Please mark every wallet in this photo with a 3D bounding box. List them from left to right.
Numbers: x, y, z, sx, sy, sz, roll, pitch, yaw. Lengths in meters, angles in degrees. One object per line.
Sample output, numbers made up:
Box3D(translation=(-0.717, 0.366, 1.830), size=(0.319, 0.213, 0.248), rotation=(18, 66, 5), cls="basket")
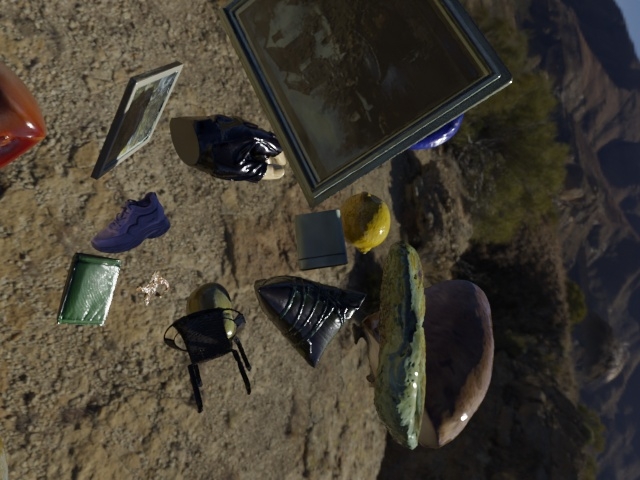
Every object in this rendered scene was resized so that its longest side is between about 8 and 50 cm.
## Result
Box3D(translation=(-0.773, 0.166, 1.600), size=(0.160, 0.055, 0.236), rotation=(15, 92, -45), cls="wallet")

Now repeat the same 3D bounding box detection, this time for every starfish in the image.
Box3D(translation=(-0.664, 0.182, 1.873), size=(0.209, 0.053, 0.150), rotation=(10, 99, -80), cls="starfish")

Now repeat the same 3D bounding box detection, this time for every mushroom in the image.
Box3D(translation=(0.327, 0.272, 1.185), size=(0.397, 0.313, 0.225), rotation=(-24, 133, -21), cls="mushroom")

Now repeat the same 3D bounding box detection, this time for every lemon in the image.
Box3D(translation=(0.148, -0.064, 1.646), size=(0.187, 0.186, 0.244), rotation=(-63, 154, -46), cls="lemon")

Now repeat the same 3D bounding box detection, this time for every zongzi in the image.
Box3D(translation=(-0.086, 0.223, 1.609), size=(0.319, 0.383, 0.362), rotation=(-59, 175, -3), cls="zongzi")

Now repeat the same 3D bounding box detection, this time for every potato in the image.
Box3D(translation=(-0.338, 0.234, 1.499), size=(0.194, 0.157, 0.157), rotation=(55, 14, 28), cls="potato")

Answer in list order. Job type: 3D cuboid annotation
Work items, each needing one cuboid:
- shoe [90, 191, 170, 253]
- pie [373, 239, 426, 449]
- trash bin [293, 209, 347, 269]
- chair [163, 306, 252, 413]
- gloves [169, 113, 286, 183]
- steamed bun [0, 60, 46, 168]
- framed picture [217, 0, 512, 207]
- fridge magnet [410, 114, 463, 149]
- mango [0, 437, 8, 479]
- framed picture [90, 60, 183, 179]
Box3D(translation=(-0.589, -0.056, 1.472), size=(0.245, 0.095, 0.138), rotation=(-27, 123, -34), cls="shoe")
Box3D(translation=(0.077, 0.093, 0.449), size=(0.187, 0.041, 0.187), rotation=(0, 90, -76), cls="pie")
Box3D(translation=(0.000, 0.000, 1.138), size=(0.059, 0.115, 0.130), rotation=(67, 15, -82), cls="trash bin")
Box3D(translation=(-0.235, 0.235, 1.029), size=(0.149, 0.174, 0.213), rotation=(-142, -143, -75), cls="chair")
Box3D(translation=(-0.146, -0.161, 0.857), size=(0.203, 0.164, 0.124), rotation=(-11, 133, -44), cls="gloves")
Box3D(translation=(-0.900, -0.358, 1.276), size=(0.235, 0.379, 0.248), rotation=(-38, 130, -9), cls="steamed bun")
Box3D(translation=(0.021, -0.216, 0.507), size=(0.296, 0.232, 0.019), rotation=(64, 18, 19), cls="framed picture")
Box3D(translation=(0.168, -0.295, 0.992), size=(0.113, 0.265, 0.266), rotation=(110, -9, -61), cls="fridge magnet")
Box3D(translation=(-0.869, 0.602, 1.214), size=(0.146, 0.316, 0.193), rotation=(5, 109, -22), cls="mango")
Box3D(translation=(-0.414, -0.288, 1.103), size=(0.020, 0.241, 0.324), rotation=(29, 22, -13), cls="framed picture")
